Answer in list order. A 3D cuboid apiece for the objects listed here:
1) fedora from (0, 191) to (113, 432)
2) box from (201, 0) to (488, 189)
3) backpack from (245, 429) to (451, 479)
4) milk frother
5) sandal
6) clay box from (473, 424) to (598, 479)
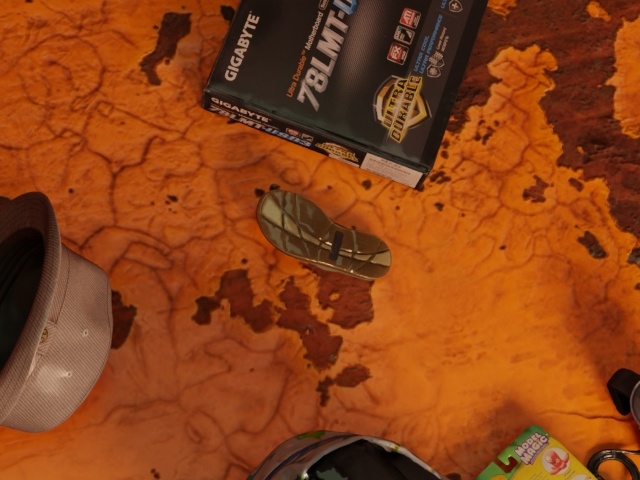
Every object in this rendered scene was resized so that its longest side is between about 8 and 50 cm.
[{"bbox_3d":[-0.307,0.097,1.454,0.124,0.244,0.275,26,66,-32],"label":"fedora"},{"bbox_3d":[0.038,-0.249,1.669,0.293,0.073,0.295,22,71,-3],"label":"box"},{"bbox_3d":[0.061,0.363,1.404,0.290,0.273,0.355,-46,115,-14],"label":"backpack"},{"bbox_3d":[0.375,0.233,1.544,0.129,0.135,0.143,15,65,28],"label":"milk frother"},{"bbox_3d":[0.000,0.000,1.603,0.180,0.049,0.072,24,76,-17],"label":"sandal"},{"bbox_3d":[0.281,0.330,1.532,0.127,0.053,0.222,-40,72,-18],"label":"clay box"}]
